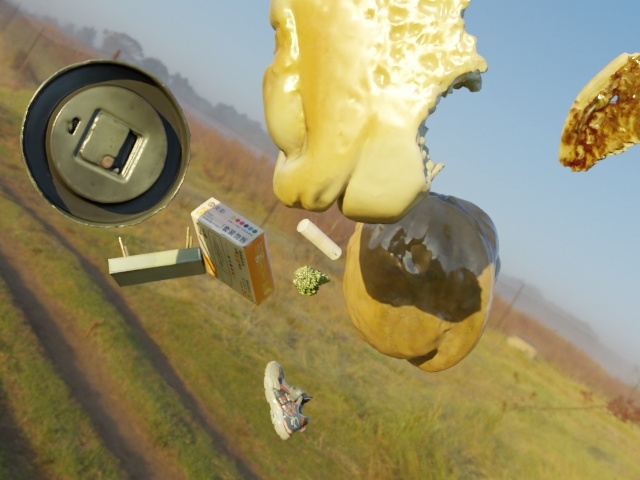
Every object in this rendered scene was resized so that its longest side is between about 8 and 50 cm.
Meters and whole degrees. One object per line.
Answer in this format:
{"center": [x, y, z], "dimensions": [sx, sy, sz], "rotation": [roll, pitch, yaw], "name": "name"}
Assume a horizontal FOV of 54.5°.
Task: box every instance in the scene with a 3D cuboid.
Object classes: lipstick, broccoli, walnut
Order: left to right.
{"center": [-0.022, 0.095, 1.527], "dimensions": [0.095, 0.091, 0.097], "rotation": [-126, -154, -52], "name": "broccoli"}
{"center": [0.000, 0.000, 1.571], "dimensions": [0.141, 0.040, 0.040], "rotation": [41, -4, -36], "name": "lipstick"}
{"center": [0.213, 0.075, 1.350], "dimensions": [0.383, 0.384, 0.383], "rotation": [33, 1, -1], "name": "walnut"}

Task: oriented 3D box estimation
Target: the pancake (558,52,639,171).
{"center": [0.633, -0.243, 1.270], "dimensions": [0.244, 0.266, 0.057], "rotation": [23, 34, 24], "name": "pancake"}

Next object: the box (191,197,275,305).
{"center": [-0.241, 0.036, 1.764], "dimensions": [0.220, 0.091, 0.274], "rotation": [30, -32, 29], "name": "box"}

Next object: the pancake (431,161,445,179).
{"center": [0.282, -0.150, 1.674], "dimensions": [0.025, 0.152, 0.151], "rotation": [39, 1, 2], "name": "pancake"}

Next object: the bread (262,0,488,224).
{"center": [0.055, -0.235, 0.817], "dimensions": [0.245, 0.425, 0.329], "rotation": [4, 5, -20], "name": "bread"}

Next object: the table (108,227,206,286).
{"center": [-0.444, 0.041, 1.699], "dimensions": [0.239, 0.111, 0.122], "rotation": [-8, -20, -8], "name": "table"}

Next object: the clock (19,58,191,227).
{"center": [-0.416, -0.188, 1.224], "dimensions": [0.325, 0.325, 0.067], "rotation": [32, -8, -33], "name": "clock"}

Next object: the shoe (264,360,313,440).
{"center": [-0.087, 0.449, 1.785], "dimensions": [0.099, 0.125, 0.228], "rotation": [55, 18, -69], "name": "shoe"}
